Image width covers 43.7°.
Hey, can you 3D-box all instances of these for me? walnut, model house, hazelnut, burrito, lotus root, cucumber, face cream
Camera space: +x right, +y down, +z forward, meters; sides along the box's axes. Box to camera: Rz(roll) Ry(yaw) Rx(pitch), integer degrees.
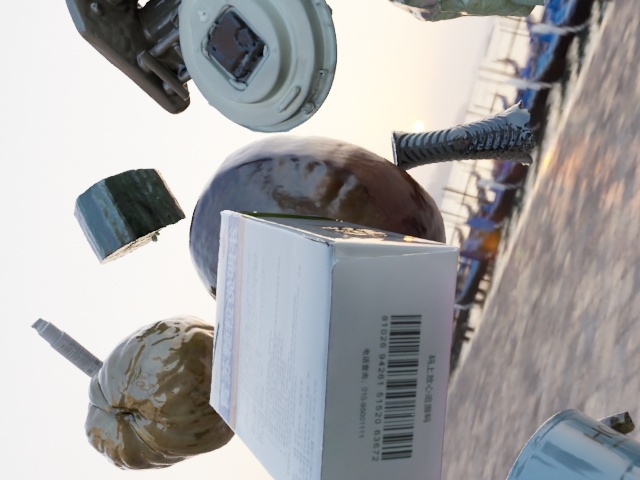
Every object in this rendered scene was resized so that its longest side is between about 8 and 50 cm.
[{"bbox_3d":[-0.277,0.279,1.465,0.285,0.285,0.296,-54,-13,-69],"label":"walnut"},{"bbox_3d":[-0.211,-0.315,1.111,0.188,0.229,0.122,-32,29,25],"label":"model house"},{"bbox_3d":[0.000,0.000,1.301,0.421,0.421,0.352,-52,-39,-70],"label":"hazelnut"},{"bbox_3d":[0.169,-0.329,1.010,0.229,0.144,0.089,-11,-35,-33],"label":"burrito"},{"bbox_3d":[0.470,0.301,1.286,0.083,0.030,0.037,119,137,-67],"label":"lotus root"},{"bbox_3d":[-0.368,-0.036,1.505,0.130,0.191,0.191,62,175,10],"label":"cucumber"},{"bbox_3d":[-0.409,0.170,1.286,0.034,0.130,0.034,-37,23,19],"label":"face cream"}]

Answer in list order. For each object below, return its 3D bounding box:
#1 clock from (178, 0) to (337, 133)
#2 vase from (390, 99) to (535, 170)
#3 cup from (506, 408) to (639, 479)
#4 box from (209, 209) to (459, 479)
[{"bbox_3d":[-0.089,-0.237,0.963,0.053,0.236,0.236,-40,-32,-48],"label":"clock"},{"bbox_3d":[0.244,-0.170,1.398,0.115,0.237,0.115,-9,-90,-88],"label":"vase"},{"bbox_3d":[0.459,0.445,1.144,0.257,0.311,0.331,-46,-48,-21],"label":"cup"},{"bbox_3d":[-0.006,0.085,0.678,0.299,0.106,0.200,-163,76,-68],"label":"box"}]
